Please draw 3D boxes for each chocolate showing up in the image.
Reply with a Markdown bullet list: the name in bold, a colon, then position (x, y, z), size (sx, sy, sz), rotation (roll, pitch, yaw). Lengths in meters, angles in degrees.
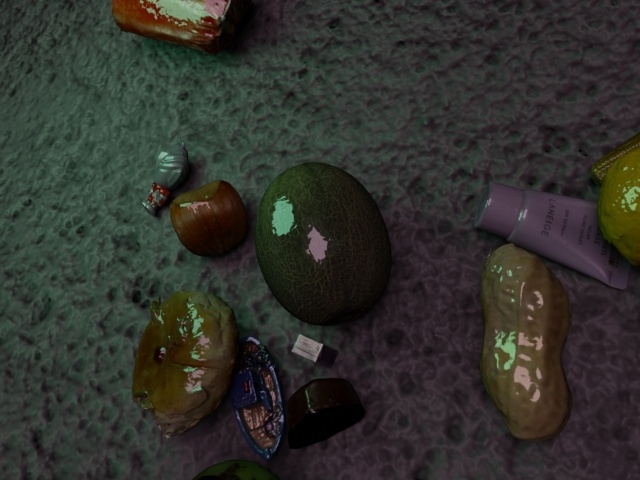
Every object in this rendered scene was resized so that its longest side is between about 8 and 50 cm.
- **chocolate**: position (-0.010, 0.289, 0.948), size (0.148, 0.125, 0.080), rotation (-29, 50, 7)

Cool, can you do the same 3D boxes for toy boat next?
- **toy boat**: position (-0.117, 0.282, 0.982), size (0.100, 0.097, 0.223), rotation (-23, 66, 9)

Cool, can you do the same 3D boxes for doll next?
- **doll**: position (-0.343, -0.141, 1.210), size (0.094, 0.079, 0.180), rotation (34, 95, 46)

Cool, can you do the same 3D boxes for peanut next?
- **peanut**: position (0.333, 0.162, 0.889), size (0.149, 0.149, 0.313), rotation (1, 71, 15)

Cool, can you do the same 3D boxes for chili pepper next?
- **chili pepper**: position (-0.311, -0.566, 1.298), size (0.305, 0.229, 0.251), rotation (26, 40, 9)

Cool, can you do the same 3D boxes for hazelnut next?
- **hazelnut**: position (-0.225, -0.042, 1.108), size (0.150, 0.150, 0.150), rotation (-5, 70, 13)

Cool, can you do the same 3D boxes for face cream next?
- **face cream**: position (0.418, -0.023, 0.965), size (0.273, 0.096, 0.154), rotation (17, 72, 6)

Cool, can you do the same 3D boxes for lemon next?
- **lemon**: position (0.538, -0.060, 0.871), size (0.180, 0.180, 0.193), rotation (-11, 63, 11)

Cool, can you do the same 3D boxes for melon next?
- **melon**: position (0.000, 0.000, 0.975), size (0.237, 0.237, 0.302), rotation (-20, 64, 7)

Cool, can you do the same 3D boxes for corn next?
- **corn**: position (0.594, -0.164, 0.970), size (0.231, 0.080, 0.080), rotation (-32, 66, 7)

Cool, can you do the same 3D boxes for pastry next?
- **pastry**: position (-0.252, 0.208, 0.992), size (0.257, 0.120, 0.236), rotation (37, 99, 50)

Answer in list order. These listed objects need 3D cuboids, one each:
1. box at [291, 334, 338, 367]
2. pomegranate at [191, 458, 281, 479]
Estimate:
- **box**: position (-0.008, 0.199, 0.972), size (0.050, 0.117, 0.036), rotation (20, 79, 22)
- **pomegranate**: position (-0.099, 0.486, 0.818), size (0.305, 0.242, 0.242), rotation (31, 80, 5)
